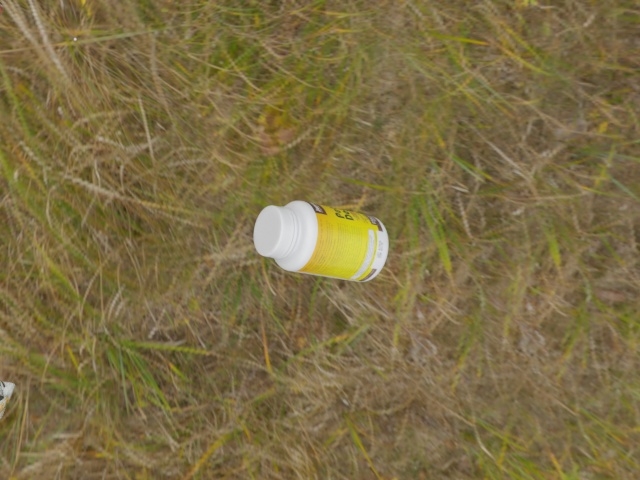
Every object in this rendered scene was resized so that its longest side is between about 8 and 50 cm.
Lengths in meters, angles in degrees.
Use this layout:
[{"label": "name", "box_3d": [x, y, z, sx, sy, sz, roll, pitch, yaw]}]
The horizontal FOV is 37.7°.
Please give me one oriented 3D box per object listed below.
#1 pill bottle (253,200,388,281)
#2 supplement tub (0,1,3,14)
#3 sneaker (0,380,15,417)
[{"label": "pill bottle", "box_3d": [0.000, 0.000, 1.561, 0.215, 0.117, 0.117, 10, 99, -36]}, {"label": "supplement tub", "box_3d": [-0.514, -0.260, 1.236, 0.106, 0.106, 0.198, 34, 91, -19]}, {"label": "sneaker", "box_3d": [-0.477, 0.233, 1.375, 0.037, 0.083, 0.032, 20, 104, -12]}]
